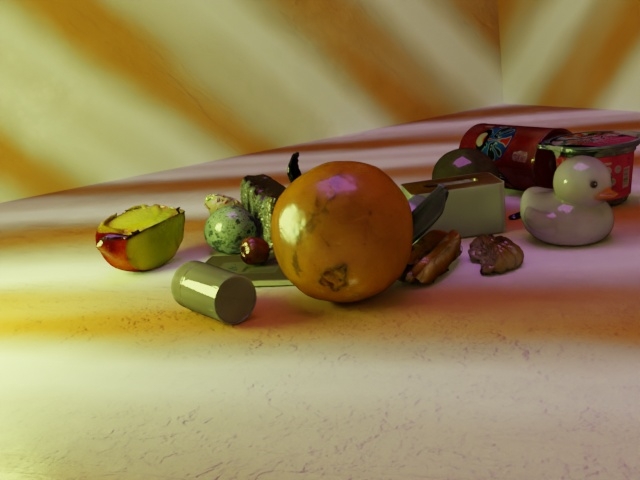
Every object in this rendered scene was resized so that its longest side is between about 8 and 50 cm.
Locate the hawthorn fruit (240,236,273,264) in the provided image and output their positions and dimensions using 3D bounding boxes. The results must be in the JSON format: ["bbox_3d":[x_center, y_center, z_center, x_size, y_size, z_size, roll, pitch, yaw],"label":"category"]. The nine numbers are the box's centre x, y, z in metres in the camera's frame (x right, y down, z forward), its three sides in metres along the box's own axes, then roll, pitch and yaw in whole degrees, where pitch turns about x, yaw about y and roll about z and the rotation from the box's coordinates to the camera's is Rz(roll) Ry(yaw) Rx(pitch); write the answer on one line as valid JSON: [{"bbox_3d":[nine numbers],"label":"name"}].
[{"bbox_3d":[-0.163,0.026,2.000,0.077,0.077,0.077,-7,15,2],"label":"hawthorn fruit"}]

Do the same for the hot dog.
[{"bbox_3d":[0.255,0.037,1.842,0.109,0.072,0.269,5,21,32],"label":"hot dog"}]

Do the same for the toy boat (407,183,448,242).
[{"bbox_3d":[0.212,-0.051,1.869,0.141,0.092,0.319,-39,-5,-30],"label":"toy boat"}]

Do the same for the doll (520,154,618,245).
[{"bbox_3d":[0.597,-0.103,1.928,0.221,0.221,0.251,-18,18,-33],"label":"doll"}]

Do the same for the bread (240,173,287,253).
[{"bbox_3d":[-0.145,-0.080,2.276,0.113,0.165,0.416,-6,14,-15],"label":"bread"}]

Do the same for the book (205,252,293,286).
[{"bbox_3d":[-0.164,0.073,1.996,0.310,0.021,0.217,-3,17,15],"label":"book"}]

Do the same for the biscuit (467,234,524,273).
[{"bbox_3d":[0.404,0.023,1.843,0.118,0.061,0.183,-7,15,-3],"label":"biscuit"}]

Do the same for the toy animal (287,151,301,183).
[{"bbox_3d":[-0.039,-0.107,2.438,0.272,0.197,0.160,33,-16,-17],"label":"toy animal"}]

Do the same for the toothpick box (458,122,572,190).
[{"bbox_3d":[0.609,-0.256,2.485,0.204,0.204,0.333,-16,18,-29],"label":"toothpick box"}]

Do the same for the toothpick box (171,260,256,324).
[{"bbox_3d":[-0.232,0.110,1.726,0.111,0.111,0.180,-19,20,-36],"label":"toothpick box"}]

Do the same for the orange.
[{"bbox_3d":[0.047,-0.021,1.705,0.312,0.312,0.312,-7,15,2],"label":"orange"}]

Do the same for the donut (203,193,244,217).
[{"bbox_3d":[-0.266,-0.061,2.299,0.108,0.166,0.065,2,48,8],"label":"donut"}]

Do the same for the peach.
[{"bbox_3d":[-0.497,0.006,2.138,0.159,0.154,0.267,13,29,31],"label":"peach"}]

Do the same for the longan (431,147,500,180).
[{"bbox_3d":[0.420,-0.173,2.311,0.212,0.198,0.198,-13,17,-25],"label":"longan"}]

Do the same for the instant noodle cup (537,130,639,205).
[{"bbox_3d":[0.763,-0.196,2.233,0.302,0.181,0.258,-2,16,18],"label":"instant noodle cup"}]

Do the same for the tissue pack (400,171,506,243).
[{"bbox_3d":[0.349,-0.087,2.120,0.246,0.136,0.159,-8,15,-4],"label":"tissue pack"}]

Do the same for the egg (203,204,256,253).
[{"bbox_3d":[-0.250,-0.028,2.190,0.132,0.132,0.172,-21,6,-40],"label":"egg"}]

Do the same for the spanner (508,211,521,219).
[{"bbox_3d":[0.600,-0.087,2.236,0.208,0.012,0.046,-18,20,-33],"label":"spanner"}]
